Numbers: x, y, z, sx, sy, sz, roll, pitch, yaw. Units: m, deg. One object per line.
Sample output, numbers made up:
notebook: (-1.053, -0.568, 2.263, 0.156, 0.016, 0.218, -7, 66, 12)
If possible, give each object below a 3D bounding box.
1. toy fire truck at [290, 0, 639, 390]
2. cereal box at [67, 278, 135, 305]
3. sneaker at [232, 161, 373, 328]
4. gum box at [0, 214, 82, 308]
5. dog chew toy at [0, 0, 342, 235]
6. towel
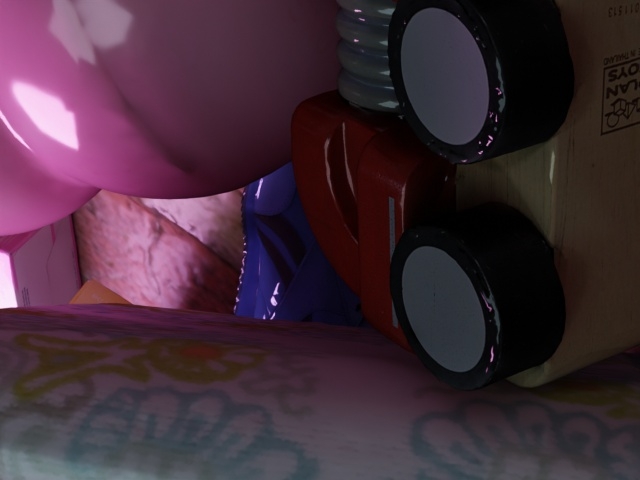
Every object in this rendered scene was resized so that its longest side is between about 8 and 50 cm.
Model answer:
toy fire truck: (0.013, -0.083, 0.615, 0.246, 0.158, 0.217, 31, 132, 48)
cereal box: (-0.076, 0.134, 1.060, 0.173, 0.047, 0.240, 31, 153, 13)
sneaker: (0.000, 0.000, 0.932, 0.082, 0.069, 0.209, 15, 132, 10)
gum box: (-0.211, 0.048, 1.124, 0.107, 0.062, 0.188, 19, 133, 24)
dog chew toy: (-0.142, -0.096, 0.807, 0.332, 0.206, 0.206, -19, 112, 22)
towel: (0.004, 0.084, 0.751, 0.320, 0.374, 0.090, 4, 89, 9)
